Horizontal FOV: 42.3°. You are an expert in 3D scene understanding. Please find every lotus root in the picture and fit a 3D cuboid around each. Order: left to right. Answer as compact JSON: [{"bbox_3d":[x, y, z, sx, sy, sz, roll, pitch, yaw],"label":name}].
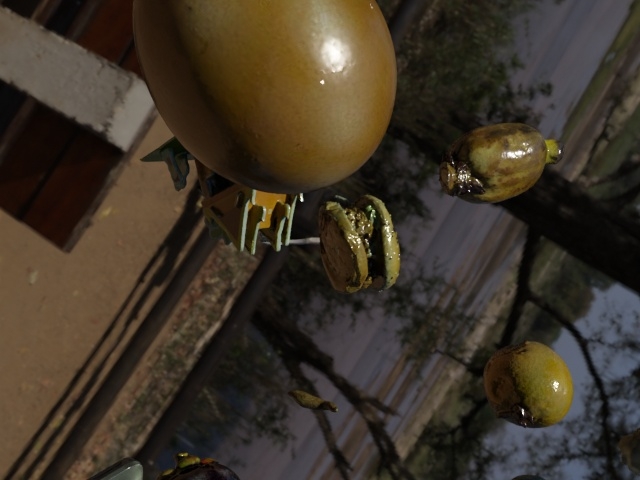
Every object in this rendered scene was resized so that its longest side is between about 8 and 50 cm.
[{"bbox_3d":[0.375,-0.165,1.740,0.314,0.141,0.169,-12,137,-20],"label":"lotus root"}]

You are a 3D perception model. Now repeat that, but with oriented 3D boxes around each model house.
[{"bbox_3d":[-0.217,-0.104,1.869,0.242,0.313,0.357,-4,168,-43],"label":"model house"}]

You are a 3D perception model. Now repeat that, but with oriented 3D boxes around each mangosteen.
[{"bbox_3d":[-0.190,0.390,1.276,0.137,0.151,0.137,-26,146,-20],"label":"mangosteen"}]

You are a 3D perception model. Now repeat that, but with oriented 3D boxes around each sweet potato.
[{"bbox_3d":[-0.017,0.413,2.102,0.041,0.153,0.038,10,93,-63],"label":"sweet potato"}]

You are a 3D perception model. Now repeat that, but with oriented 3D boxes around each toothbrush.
[{"bbox_3d":[0.000,0.000,1.908,0.029,0.307,0.025,74,26,-43],"label":"toothbrush"}]

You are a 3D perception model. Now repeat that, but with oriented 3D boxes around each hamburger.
[{"bbox_3d":[0.066,-0.001,1.432,0.113,0.185,0.177,-12,157,-11],"label":"hamburger"}]

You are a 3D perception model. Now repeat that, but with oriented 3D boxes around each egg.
[{"bbox_3d":[-0.067,-0.218,0.972,0.282,0.351,0.282,-41,177,-3],"label":"egg"}]

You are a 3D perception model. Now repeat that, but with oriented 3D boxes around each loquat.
[{"bbox_3d":[0.532,0.376,2.124,0.244,0.244,0.244,-53,165,-21],"label":"loquat"}]

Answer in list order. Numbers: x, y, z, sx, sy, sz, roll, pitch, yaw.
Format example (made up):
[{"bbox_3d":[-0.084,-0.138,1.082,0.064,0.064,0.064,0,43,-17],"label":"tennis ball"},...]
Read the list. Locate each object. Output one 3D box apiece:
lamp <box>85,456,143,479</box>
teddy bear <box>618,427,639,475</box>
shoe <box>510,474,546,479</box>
[{"bbox_3d":[-0.202,0.424,1.137,0.203,0.283,0.124,-30,167,-29],"label":"lamp"},{"bbox_3d":[0.527,0.304,1.136,0.375,0.362,0.327,-50,-156,-12],"label":"teddy bear"},{"bbox_3d":[0.352,0.526,1.452,0.100,0.103,0.251,-56,152,-56],"label":"shoe"}]
